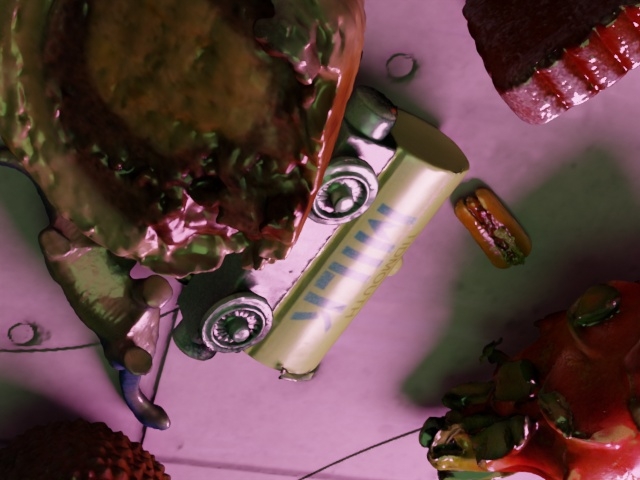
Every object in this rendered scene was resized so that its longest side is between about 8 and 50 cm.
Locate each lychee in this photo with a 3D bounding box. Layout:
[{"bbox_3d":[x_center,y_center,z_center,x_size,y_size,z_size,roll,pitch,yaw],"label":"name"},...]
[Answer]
[{"bbox_3d":[-0.194,0.220,1.469,0.197,0.165,0.165,-3,133,-49],"label":"lychee"}]

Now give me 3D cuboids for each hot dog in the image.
[{"bbox_3d":[0.133,-0.006,1.455,0.037,0.021,0.083,-34,122,16],"label":"hot dog"}]

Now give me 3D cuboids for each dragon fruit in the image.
[{"bbox_3d":[0.204,0.120,1.469,0.269,0.198,0.200,-2,137,9],"label":"dragon fruit"}]

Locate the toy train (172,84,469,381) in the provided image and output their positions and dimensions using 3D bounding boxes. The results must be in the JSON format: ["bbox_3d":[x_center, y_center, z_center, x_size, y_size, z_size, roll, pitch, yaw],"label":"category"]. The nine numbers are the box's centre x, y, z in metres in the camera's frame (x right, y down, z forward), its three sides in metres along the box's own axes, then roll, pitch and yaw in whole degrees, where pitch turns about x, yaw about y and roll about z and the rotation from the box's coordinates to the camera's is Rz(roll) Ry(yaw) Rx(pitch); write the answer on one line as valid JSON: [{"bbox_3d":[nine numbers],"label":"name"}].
[{"bbox_3d":[0.000,0.000,1.399,0.157,0.105,0.253,18,121,-37],"label":"toy train"}]

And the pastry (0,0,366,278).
[{"bbox_3d":[-0.084,-0.120,1.255,0.236,0.170,0.256,25,125,12],"label":"pastry"}]

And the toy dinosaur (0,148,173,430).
[{"bbox_3d":[-0.175,0.038,1.429,0.075,0.188,0.248,-41,94,-21],"label":"toy dinosaur"}]

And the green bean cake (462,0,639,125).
[{"bbox_3d":[0.171,-0.152,1.288,0.135,0.135,0.056,-34,124,15],"label":"green bean cake"}]
